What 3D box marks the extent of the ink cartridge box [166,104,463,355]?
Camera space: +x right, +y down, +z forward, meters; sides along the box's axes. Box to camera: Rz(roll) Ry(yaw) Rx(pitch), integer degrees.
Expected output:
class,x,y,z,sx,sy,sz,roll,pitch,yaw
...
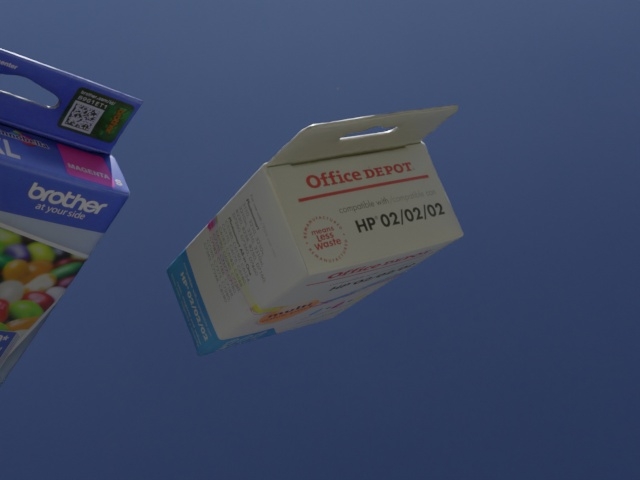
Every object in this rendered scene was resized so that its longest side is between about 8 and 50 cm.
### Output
class,x,y,z,sx,sy,sz,roll,pitch,yaw
ink cartridge box,0.000,0.000,0.466,0.104,0.181,0.061,-13,-105,-34

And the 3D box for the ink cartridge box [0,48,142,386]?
class,x,y,z,sx,sy,sz,roll,pitch,yaw
ink cartridge box,-0.272,0.006,0.615,0.186,0.065,0.311,17,-61,-43
